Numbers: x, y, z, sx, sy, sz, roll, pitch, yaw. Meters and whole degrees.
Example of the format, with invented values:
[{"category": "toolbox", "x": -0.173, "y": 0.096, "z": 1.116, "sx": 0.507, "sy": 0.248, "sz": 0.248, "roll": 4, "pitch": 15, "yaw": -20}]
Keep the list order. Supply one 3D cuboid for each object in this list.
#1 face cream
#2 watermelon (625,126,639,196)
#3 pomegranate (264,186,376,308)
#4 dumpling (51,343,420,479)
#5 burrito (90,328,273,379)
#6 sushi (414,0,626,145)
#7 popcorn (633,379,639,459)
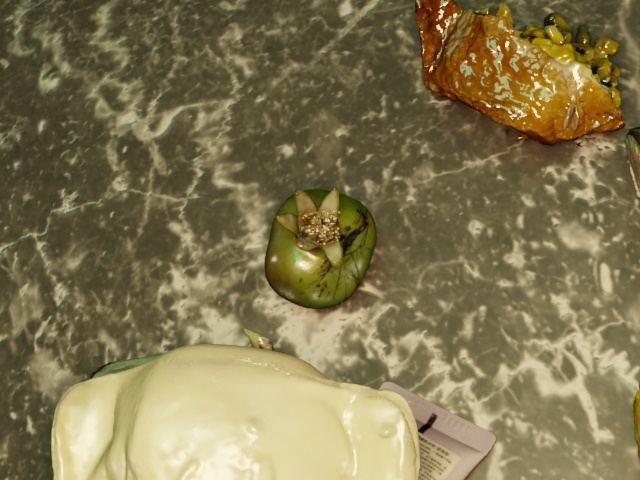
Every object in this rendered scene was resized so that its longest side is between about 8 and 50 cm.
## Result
[{"category": "face cream", "x": 0.065, "y": 0.289, "z": 1.193, "sx": 0.154, "sy": 0.096, "sz": 0.274, "roll": 23, "pitch": 59, "yaw": 29}, {"category": "watermelon", "x": 0.440, "y": -0.030, "z": 1.211, "sx": 0.224, "sy": 0.180, "sz": 0.305, "roll": 10, "pitch": 53, "yaw": -28}, {"category": "pomegranate", "x": 0.000, "y": 0.000, "z": 1.294, "sx": 0.131, "sy": 0.191, "sz": 0.152, "roll": 13, "pitch": 69, "yaw": 4}, {"category": "dumpling", "x": -0.092, "y": 0.265, "z": 1.108, "sx": 0.395, "sy": 0.233, "sz": 0.315, "roll": -3, "pitch": 75, "yaw": 9}, {"category": "burrito", "x": -0.171, "y": 0.178, "z": 1.304, "sx": 0.229, "sy": 0.144, "sz": 0.089, "roll": -10, "pitch": 106, "yaw": 11}, {"category": "sushi", "x": 0.255, "y": -0.225, "z": 1.355, "sx": 0.296, "sy": 0.167, "sz": 0.179, "roll": 34, "pitch": 98, "yaw": 36}, {"category": "popcorn", "x": 0.419, "y": 0.193, "z": 1.066, "sx": 0.204, "sy": 0.184, "sz": 0.221, "roll": -39, "pitch": 90, "yaw": 13}]
